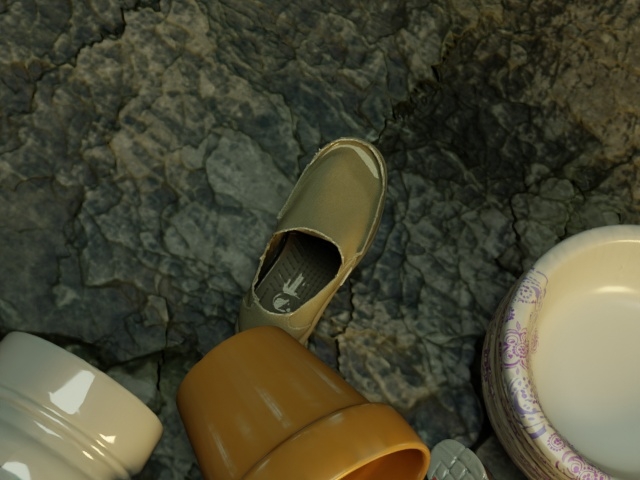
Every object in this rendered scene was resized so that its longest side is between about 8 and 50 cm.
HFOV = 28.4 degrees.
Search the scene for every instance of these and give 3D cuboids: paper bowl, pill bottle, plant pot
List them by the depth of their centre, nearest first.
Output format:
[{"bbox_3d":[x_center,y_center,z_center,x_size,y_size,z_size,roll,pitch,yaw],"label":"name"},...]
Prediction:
[{"bbox_3d":[-0.303,0.271,1.090,0.204,0.204,0.361,30,69,3],"label":"pill bottle"},{"bbox_3d":[-0.034,0.189,1.180,0.205,0.205,0.188,-30,61,-18],"label":"plant pot"},{"bbox_3d":[0.300,0.138,1.263,0.284,0.148,0.284,3,69,-7],"label":"paper bowl"}]

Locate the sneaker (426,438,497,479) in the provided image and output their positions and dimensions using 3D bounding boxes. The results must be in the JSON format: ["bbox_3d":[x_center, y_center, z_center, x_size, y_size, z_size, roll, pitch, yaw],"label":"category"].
[{"bbox_3d":[0.165,0.265,1.251,0.061,0.065,0.158,-45,59,7],"label":"sneaker"}]

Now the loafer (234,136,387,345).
[{"bbox_3d":[0.000,0.000,1.299,0.102,0.092,0.268,25,68,1],"label":"loafer"}]
